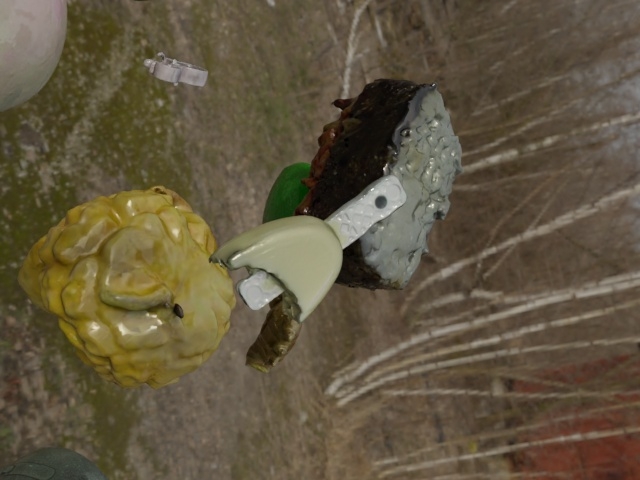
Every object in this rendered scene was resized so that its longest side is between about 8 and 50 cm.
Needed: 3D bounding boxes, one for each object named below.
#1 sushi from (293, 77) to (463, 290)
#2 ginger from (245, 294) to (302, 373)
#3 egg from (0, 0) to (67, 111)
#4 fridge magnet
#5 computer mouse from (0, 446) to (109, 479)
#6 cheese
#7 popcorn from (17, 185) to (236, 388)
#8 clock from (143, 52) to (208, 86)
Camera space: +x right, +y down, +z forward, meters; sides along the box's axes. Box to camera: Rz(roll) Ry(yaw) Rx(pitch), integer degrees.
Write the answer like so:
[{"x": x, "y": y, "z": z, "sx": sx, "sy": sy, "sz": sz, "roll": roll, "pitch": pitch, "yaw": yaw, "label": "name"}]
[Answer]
[{"x": 0.082, "y": -0.069, "z": 1.228, "sx": 0.196, "sy": 0.181, "sz": 0.344, "roll": 40, "pitch": 67, "yaw": -39, "label": "sushi"}, {"x": -0.080, "y": 0.184, "z": 1.633, "sx": 0.081, "sy": 0.115, "sz": 0.206, "roll": -7, "pitch": 118, "yaw": -50, "label": "ginger"}, {"x": -0.584, "y": -0.424, "z": 1.322, "sx": 0.340, "sy": 0.354, "sz": 0.355, "roll": 124, "pitch": -35, "yaw": -58, "label": "egg"}, {"x": -0.046, "y": -0.042, "z": 1.545, "sx": 0.088, "sy": 0.208, "sz": 0.208, "roll": 12, "pitch": 57, "yaw": -29, "label": "fridge magnet"}, {"x": -0.632, "y": 0.563, "z": 1.900, "sx": 0.203, "sy": 0.373, "sz": 0.114, "roll": -54, "pitch": 139, "yaw": -45, "label": "computer mouse"}, {"x": 0.000, "y": 0.000, "z": 0.939, "sx": 0.127, "sy": 0.235, "sz": 0.049, "roll": 58, "pitch": -16, "yaw": -21, "label": "cheese"}, {"x": -0.336, "y": 0.085, "z": 1.417, "sx": 0.349, "sy": 0.381, "sz": 0.349, "roll": 18, "pitch": 66, "yaw": -46, "label": "popcorn"}, {"x": -0.242, "y": -0.278, "z": 1.361, "sx": 0.129, "sy": 0.087, "sz": 0.041, "roll": -27, "pitch": 137, "yaw": -69, "label": "clock"}]
